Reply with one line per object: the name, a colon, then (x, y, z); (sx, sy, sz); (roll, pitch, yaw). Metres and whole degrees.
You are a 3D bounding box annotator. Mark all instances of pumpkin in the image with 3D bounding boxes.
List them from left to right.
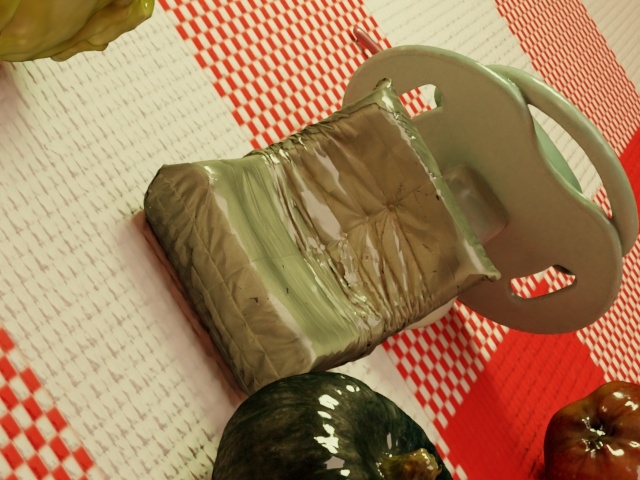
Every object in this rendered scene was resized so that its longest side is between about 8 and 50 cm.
pumpkin: (0.018, 0.192, 1.232); (0.212, 0.152, 0.211); (27, 41, -26)

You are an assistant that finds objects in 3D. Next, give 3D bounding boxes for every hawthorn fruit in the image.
hawthorn fruit: (0.313, 0.244, 1.772); (0.203, 0.163, 0.162); (57, 18, -47)

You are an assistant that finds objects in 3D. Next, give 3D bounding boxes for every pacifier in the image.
pacifier: (0.138, -0.018, 1.654); (0.343, 0.288, 0.269); (49, 51, -12)

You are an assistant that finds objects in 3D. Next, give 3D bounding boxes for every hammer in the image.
hammer: (0.067, -0.212, 1.964); (0.083, 0.031, 0.052); (44, 24, -17)

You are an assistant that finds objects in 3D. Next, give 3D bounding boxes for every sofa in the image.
sofa: (0.000, 0.000, 1.396); (0.210, 0.176, 0.225); (62, 24, 8)

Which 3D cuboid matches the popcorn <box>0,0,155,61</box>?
popcorn: (-0.241, -0.230, 1.223); (0.225, 0.173, 0.286); (48, 32, 13)
